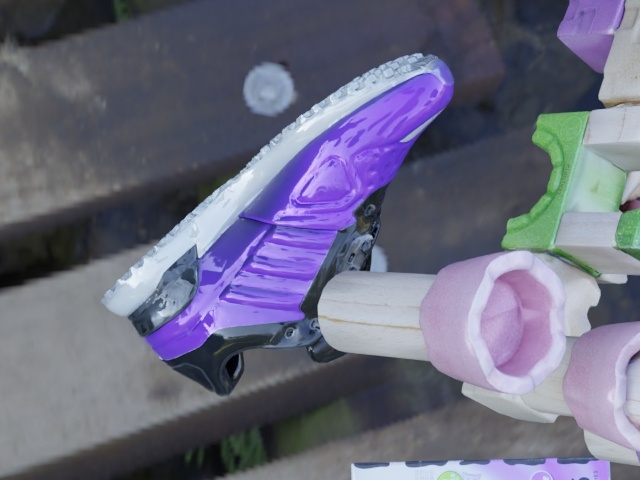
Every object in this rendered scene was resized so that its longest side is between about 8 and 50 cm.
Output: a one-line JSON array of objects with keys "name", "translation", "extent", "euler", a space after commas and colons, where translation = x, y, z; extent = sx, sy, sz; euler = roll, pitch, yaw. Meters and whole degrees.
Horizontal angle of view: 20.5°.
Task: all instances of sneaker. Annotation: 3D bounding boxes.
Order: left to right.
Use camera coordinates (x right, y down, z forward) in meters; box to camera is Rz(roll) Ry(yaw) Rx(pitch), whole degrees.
[{"name": "sneaker", "translation": [0.000, 0.000, 1.211], "extent": [0.293, 0.102, 0.146], "euler": [-39, 92, 19]}]

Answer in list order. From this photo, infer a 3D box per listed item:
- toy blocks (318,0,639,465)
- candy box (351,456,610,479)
[{"name": "toy blocks", "translation": [0.216, -0.020, 0.891], "extent": [0.309, 0.260, 0.288], "euler": [29, 72, -38]}, {"name": "candy box", "translation": [0.123, 0.249, 1.338], "extent": [0.196, 0.070, 0.165], "euler": [-2, 80, 8]}]
